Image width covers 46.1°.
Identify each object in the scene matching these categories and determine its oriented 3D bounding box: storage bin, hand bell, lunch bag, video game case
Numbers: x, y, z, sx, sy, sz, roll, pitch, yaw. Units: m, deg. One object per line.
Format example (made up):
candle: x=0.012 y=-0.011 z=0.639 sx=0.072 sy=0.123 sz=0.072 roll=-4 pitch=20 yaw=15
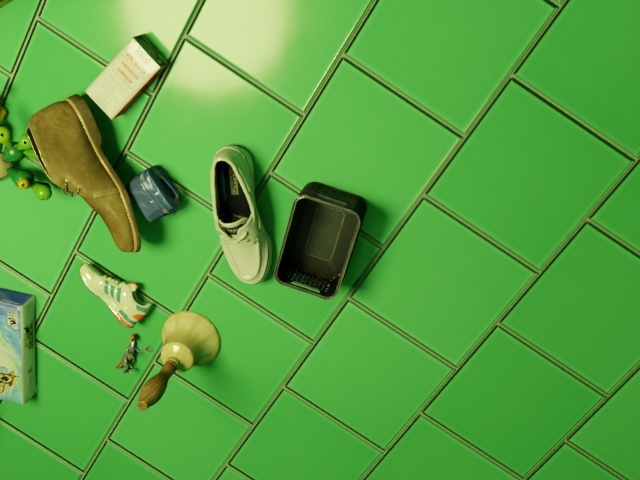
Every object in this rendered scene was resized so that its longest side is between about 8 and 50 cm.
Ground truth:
storage bin: x=0.000 y=0.000 z=1.348 sx=0.122 sy=0.084 sz=0.180 roll=19 pitch=113 yaw=5
hand bell: x=-0.288 y=0.242 z=1.421 sx=0.126 sy=0.242 sz=0.126 roll=4 pitch=112 yaw=11
lunch bag: x=-0.300 y=-0.086 z=1.388 sx=0.065 sy=0.067 sz=0.098 roll=-31 pitch=102 yaw=22
video game case: x=-0.745 y=0.208 z=1.607 sx=0.269 sy=0.061 sz=0.244 roll=11 pitch=114 yaw=7

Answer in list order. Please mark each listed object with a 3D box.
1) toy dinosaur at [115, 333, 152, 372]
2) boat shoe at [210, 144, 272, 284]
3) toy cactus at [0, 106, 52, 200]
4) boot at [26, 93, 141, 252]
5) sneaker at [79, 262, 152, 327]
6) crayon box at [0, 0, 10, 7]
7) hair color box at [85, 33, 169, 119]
toy dinosaur: x=-0.398 y=0.231 z=1.553 sx=0.090 sy=0.047 sz=0.082 roll=1 pitch=93 yaw=23
boat shoe: x=-0.148 y=-0.035 z=1.363 sx=0.096 sy=0.088 sz=0.268 roll=1 pitch=111 yaw=12
toy cactus: x=-0.581 y=-0.166 z=1.415 sx=0.180 sy=0.112 sz=0.219 roll=-26 pitch=107 yaw=40
boot: x=-0.427 y=-0.102 z=1.365 sx=0.112 sy=0.115 sz=0.305 roll=-9 pitch=109 yaw=58
sneaker: x=-0.403 y=0.094 z=1.497 sx=0.075 sy=0.057 sz=0.161 roll=-39 pitch=98 yaw=6
crayon box: x=-0.546 y=-0.429 z=1.143 sx=0.313 sy=0.363 sz=0.106 roll=-22 pitch=105 yaw=19
hair color box: x=-0.342 y=-0.288 z=1.330 sx=0.141 sy=0.043 sz=0.072 roll=-39 pitch=99 yaw=24
